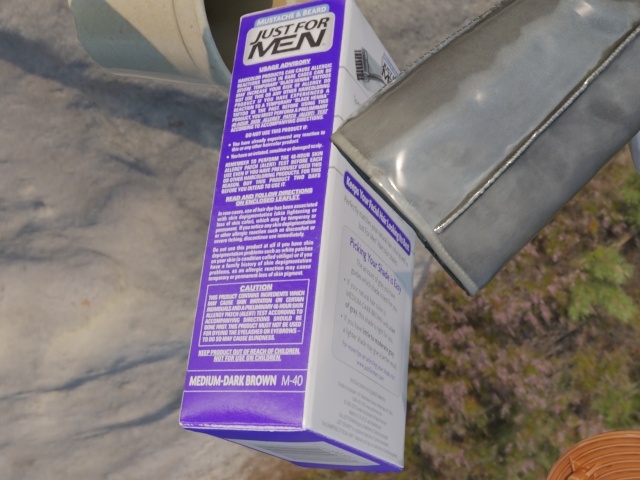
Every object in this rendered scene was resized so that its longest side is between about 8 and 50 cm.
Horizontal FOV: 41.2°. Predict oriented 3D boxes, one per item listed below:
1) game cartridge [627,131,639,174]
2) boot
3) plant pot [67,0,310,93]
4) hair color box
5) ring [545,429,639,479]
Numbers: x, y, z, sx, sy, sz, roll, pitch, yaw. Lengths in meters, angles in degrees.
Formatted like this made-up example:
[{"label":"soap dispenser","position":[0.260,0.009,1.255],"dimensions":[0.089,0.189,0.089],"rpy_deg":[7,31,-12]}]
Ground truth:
[{"label":"game cartridge","position":[0.467,-0.260,1.285],"dimensions":[0.062,0.297,0.198],"rpy_deg":[-15,134,20]},{"label":"boot","position":[0.138,-0.053,0.395],"dimensions":[0.208,0.190,0.076],"rpy_deg":[-46,173,-7]},{"label":"plant pot","position":[-0.196,-0.362,1.286],"dimensions":[0.306,0.333,0.334],"rpy_deg":[4,149,31]},{"label":"hair color box","position":[0.000,0.000,0.687],"dimensions":[0.110,0.338,0.185],"rpy_deg":[-3,157,26]},{"label":"ring","position":[0.359,0.347,0.845],"dimensions":[0.032,0.337,0.336],"rpy_deg":[-26,144,-38]}]
